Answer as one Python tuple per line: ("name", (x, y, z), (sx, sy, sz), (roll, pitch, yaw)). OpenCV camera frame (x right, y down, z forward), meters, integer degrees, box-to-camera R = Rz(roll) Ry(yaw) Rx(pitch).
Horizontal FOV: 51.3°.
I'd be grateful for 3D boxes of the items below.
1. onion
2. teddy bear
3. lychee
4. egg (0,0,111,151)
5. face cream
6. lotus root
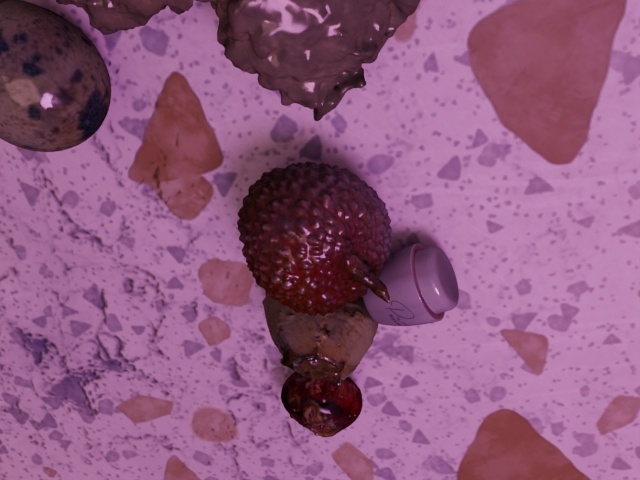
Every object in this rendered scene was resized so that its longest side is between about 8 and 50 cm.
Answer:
("onion", (0.002, 0.199, 0.852), (0.107, 0.097, 0.107), (13, 156, 6))
("teddy bear", (-0.074, -0.283, 0.592), (0.357, 0.224, 0.367), (-26, 124, 18))
("lychee", (0.000, 0.000, 0.708), (0.197, 0.165, 0.165), (35, 126, 40))
("egg", (-0.305, -0.172, 0.689), (0.182, 0.141, 0.141), (39, 115, -2))
("face cream", (0.102, 0.053, 0.763), (0.095, 0.091, 0.091), (-19, 112, 27))
("lotus root", (0.005, 0.096, 0.776), (0.143, 0.144, 0.070), (20, 116, -9))
